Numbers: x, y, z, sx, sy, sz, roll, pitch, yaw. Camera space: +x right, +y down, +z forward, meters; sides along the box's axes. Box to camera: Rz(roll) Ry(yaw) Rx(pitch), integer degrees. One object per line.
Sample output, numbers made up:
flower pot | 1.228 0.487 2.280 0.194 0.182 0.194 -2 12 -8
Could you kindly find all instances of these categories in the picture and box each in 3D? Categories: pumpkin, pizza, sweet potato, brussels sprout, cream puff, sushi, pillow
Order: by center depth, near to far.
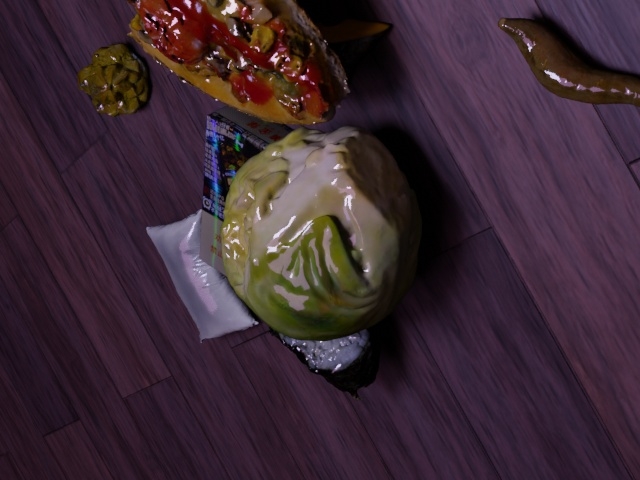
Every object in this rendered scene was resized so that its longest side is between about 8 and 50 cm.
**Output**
sweet potato | 0.327 -0.204 1.341 0.249 0.059 0.069 35 121 21
pizza | -0.176 -0.342 1.493 0.440 0.130 0.406 25 151 35
brussels sprout | 0.000 0.000 1.603 0.344 0.268 0.344 9 131 11
pumpkin | -0.025 -0.254 1.629 0.278 0.111 0.163 16 128 38
sushi | 0.019 0.155 1.797 0.212 0.147 0.115 29 173 40
cream puff | -0.388 -0.288 1.970 0.146 0.116 0.146 21 127 32
pillow | -0.225 0.067 2.038 0.144 0.078 0.254 -21 97 39

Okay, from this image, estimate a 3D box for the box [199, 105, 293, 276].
box | -0.110 -0.059 1.842 0.198 0.084 0.310 32 132 29
